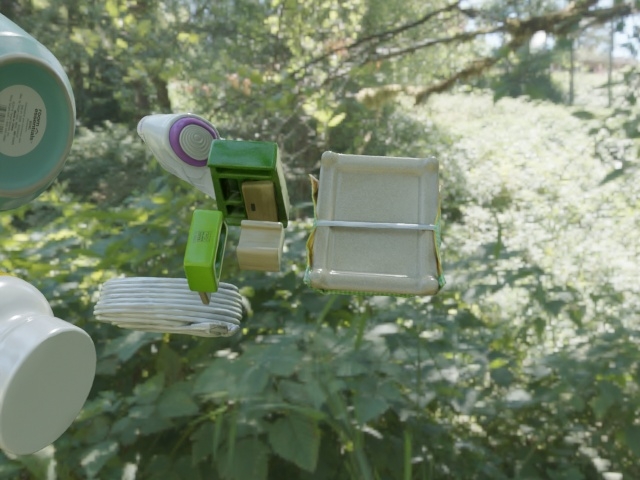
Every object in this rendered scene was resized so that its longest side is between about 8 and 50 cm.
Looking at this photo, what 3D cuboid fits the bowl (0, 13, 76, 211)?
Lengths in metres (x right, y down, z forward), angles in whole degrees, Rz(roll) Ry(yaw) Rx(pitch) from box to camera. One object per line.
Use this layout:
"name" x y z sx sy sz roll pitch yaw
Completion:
"bowl" -0.438 -0.157 0.954 0.163 0.312 0.311 16 6 27

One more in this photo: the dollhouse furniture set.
"dollhouse furniture set" 0.000 0.000 0.947 0.301 0.198 0.151 4 -30 4

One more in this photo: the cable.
"cable" -0.265 0.117 1.316 0.257 0.089 0.257 6 -10 -6

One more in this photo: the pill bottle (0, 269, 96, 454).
"pill bottle" -0.427 0.107 0.833 0.333 0.188 0.188 18 6 21

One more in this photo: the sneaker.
"sneaker" -0.205 -0.147 1.374 0.152 0.114 0.305 15 -17 39
